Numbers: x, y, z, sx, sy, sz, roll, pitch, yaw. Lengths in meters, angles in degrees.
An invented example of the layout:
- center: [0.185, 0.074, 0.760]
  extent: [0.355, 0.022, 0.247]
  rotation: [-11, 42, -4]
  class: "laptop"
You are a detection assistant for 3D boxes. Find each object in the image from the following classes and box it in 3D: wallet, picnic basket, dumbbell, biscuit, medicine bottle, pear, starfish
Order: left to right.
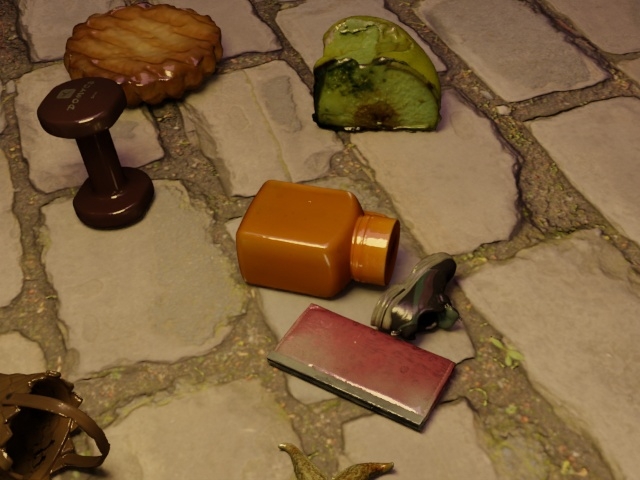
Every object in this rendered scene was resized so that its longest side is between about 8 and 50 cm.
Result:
- center: [-0.334, 0.227, 0.965]
  extent: [0.178, 0.128, 0.138]
  rotation: [-5, 43, 25]
  class: "picnic basket"
- center: [-0.357, -0.140, 1.291]
  extent: [0.124, 0.225, 0.140]
  rotation: [3, 42, 11]
  class: "dumbbell"
- center: [-0.360, -0.376, 1.636]
  extent: [0.325, 0.107, 0.326]
  rotation: [0, 45, 0]
  class: "biscuit"
- center: [-0.001, 0.315, 0.920]
  extent: [0.217, 0.050, 0.223]
  rotation: [-27, 42, -13]
  class: "starfish"
- center: [0.000, 0.001, 1.199]
  extent: [0.222, 0.112, 0.149]
  rotation: [10, 44, 14]
  class: "medicine bottle"
- center: [0.056, 0.164, 1.083]
  extent: [0.232, 0.025, 0.119]
  rotation: [21, 49, 24]
  class: "wallet"
- center: [0.114, -0.332, 1.517]
  extent: [0.238, 0.164, 0.255]
  rotation: [2, 42, 9]
  class: "pear"

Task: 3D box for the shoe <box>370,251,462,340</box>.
- center: [0.154, 0.089, 1.130]
  extent: [0.099, 0.071, 0.169]
  rotation: [37, 54, 26]
  class: "shoe"
